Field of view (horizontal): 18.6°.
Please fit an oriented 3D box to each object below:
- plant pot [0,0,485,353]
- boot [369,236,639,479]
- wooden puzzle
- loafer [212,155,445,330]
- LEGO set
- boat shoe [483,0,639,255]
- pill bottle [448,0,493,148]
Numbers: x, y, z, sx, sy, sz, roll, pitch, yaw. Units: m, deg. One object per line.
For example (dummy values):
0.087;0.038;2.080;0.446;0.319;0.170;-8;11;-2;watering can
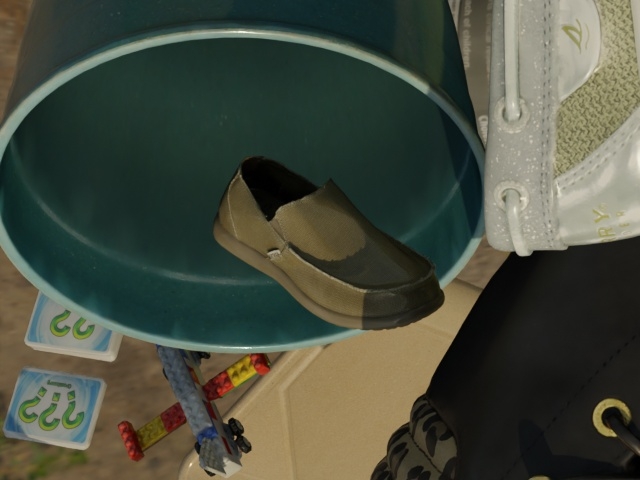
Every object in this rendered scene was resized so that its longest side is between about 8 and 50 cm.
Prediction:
-0.047;-0.116;1.125;0.272;0.271;0.255;-16;50;17;plant pot
0.167;0.050;0.783;0.138;0.377;0.284;26;96;-30;boot
0.040;0.119;1.426;0.238;0.221;0.044;-51;41;21;wooden puzzle
0.000;0.000;0.993;0.148;0.056;0.050;24;130;34;loafer
-0.106;0.057;1.300;0.244;0.060;0.182;7;74;32;LEGO set
0.084;-0.156;0.710;0.103;0.118;0.320;-11;90;14;boat shoe
0.197;-0.128;1.347;0.283;0.161;0.161;-1;92;22;pill bottle
